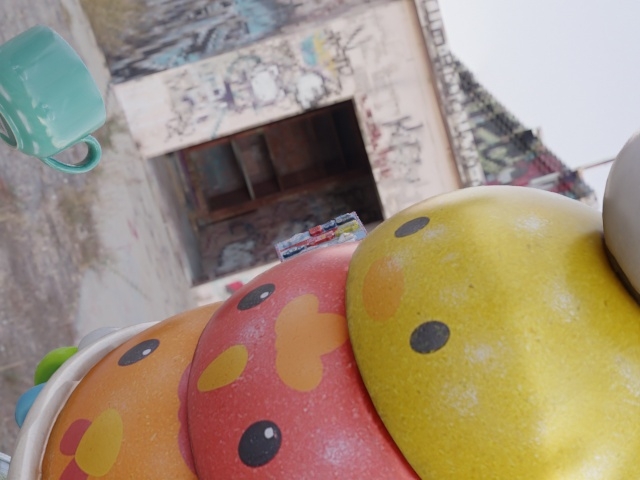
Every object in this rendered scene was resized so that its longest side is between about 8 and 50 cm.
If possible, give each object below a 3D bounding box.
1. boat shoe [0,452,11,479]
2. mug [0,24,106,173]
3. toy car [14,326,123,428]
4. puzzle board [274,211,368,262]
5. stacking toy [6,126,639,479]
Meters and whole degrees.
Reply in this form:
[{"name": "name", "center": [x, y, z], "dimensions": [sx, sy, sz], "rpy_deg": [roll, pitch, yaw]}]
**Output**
[{"name": "boat shoe", "center": [-0.351, 0.297, 1.144], "dimensions": [0.103, 0.320, 0.118], "rpy_deg": [-66, 177, -53]}, {"name": "mug", "center": [-0.305, -0.145, 1.076], "dimensions": [0.158, 0.097, 0.129], "rpy_deg": [53, -25, -3]}, {"name": "toy car", "center": [-0.211, 0.185, 0.926], "dimensions": [0.182, 0.159, 0.136], "rpy_deg": [47, 27, -1]}, {"name": "puzzle board", "center": [0.000, 0.000, 1.402], "dimensions": [0.096, 0.128, 0.011], "rpy_deg": [-116, -177, -66]}, {"name": "stacking toy", "center": [0.080, 0.081, 0.540], "dimensions": [0.350, 0.480, 0.350], "rpy_deg": [30, 34, -23]}]
